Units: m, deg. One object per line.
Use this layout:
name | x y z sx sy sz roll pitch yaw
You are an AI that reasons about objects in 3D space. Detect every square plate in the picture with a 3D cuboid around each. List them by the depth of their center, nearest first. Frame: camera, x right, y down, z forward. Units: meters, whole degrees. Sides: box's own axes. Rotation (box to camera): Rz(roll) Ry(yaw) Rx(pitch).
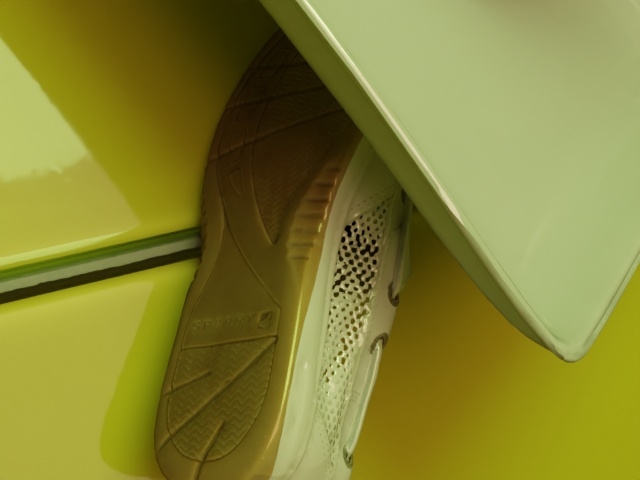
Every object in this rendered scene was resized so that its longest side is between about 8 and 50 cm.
square plate | 0.065 -0.157 0.489 0.347 0.049 0.344 51 44 -3

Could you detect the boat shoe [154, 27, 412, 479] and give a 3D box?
boat shoe | 0.000 0.000 0.483 0.096 0.098 0.277 38 58 -43
